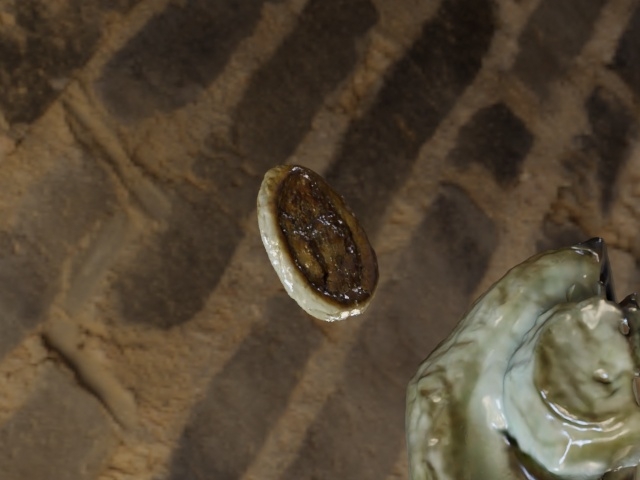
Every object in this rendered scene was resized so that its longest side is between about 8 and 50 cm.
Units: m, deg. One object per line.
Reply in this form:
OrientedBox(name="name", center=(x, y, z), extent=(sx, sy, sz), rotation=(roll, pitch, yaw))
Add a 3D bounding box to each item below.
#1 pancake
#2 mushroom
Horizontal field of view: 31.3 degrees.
OrientedBox(name="pancake", center=(0.000, 0.000, 1.044), extent=(0.158, 0.028, 0.158), rotation=(32, -136, -36))
OrientedBox(name="mushroom", center=(0.143, 0.141, 0.766), extent=(0.189, 0.164, 0.267), rotation=(58, -156, -67))
